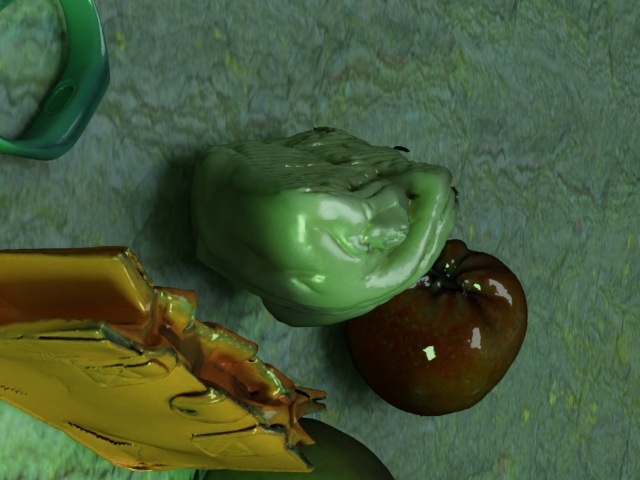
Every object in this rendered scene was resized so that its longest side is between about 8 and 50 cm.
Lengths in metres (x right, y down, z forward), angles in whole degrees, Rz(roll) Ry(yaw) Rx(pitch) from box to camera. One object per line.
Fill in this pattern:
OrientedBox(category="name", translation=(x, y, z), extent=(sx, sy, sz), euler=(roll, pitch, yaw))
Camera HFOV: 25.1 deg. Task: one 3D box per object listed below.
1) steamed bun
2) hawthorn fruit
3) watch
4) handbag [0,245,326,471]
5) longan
OrientedBox(category="steamed bun", translation=(0.000, 0.000, 1.870), extent=(0.394, 0.347, 0.237), euler=(-61, 157, -72))
OrientedBox(category="hawthorn fruit", translation=(0.167, 0.150, 2.183), extent=(0.277, 0.277, 0.298), euler=(-46, 148, -46))
OrientedBox(category="watch", translation=(-0.325, -0.203, 1.611), extent=(0.195, 0.068, 0.237), euler=(52, 52, -39))
OrientedBox(category="handbag", translation=(-0.208, 0.144, 1.563), extent=(0.410, 0.303, 0.116), euler=(41, 54, -49))
OrientedBox(category="longan", translation=(-0.020, 0.377, 1.847), extent=(0.297, 0.297, 0.297), euler=(1, 88, -56))
